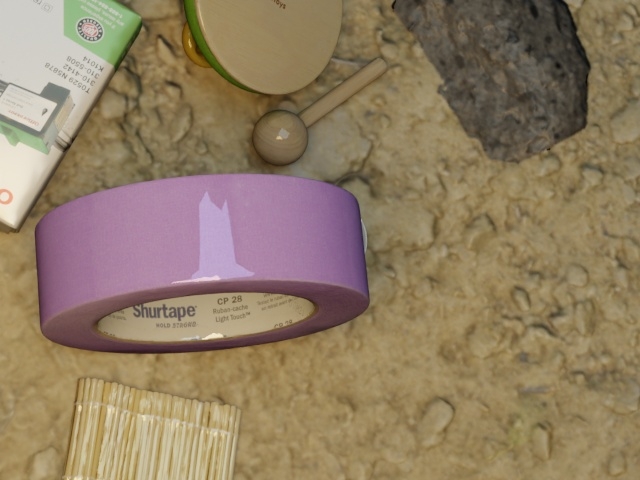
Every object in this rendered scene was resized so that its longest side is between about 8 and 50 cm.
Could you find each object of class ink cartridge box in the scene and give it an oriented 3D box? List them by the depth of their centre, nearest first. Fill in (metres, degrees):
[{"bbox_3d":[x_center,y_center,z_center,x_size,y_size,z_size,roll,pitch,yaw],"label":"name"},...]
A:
[{"bbox_3d":[-0.279,-0.136,1.575,0.160,0.092,0.219,30,83,-7],"label":"ink cartridge box"}]

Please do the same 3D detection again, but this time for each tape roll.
[{"bbox_3d":[-0.099,0.025,1.512,0.275,0.275,0.090,-2,76,-17],"label":"tape roll"}]

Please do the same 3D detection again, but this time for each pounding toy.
[{"bbox_3d":[-0.068,-0.203,1.695,0.183,0.110,0.237,-48,121,-33],"label":"pounding toy"}]

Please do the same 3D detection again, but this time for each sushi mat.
[{"bbox_3d":[-0.160,0.284,1.560,0.151,0.019,0.316,11,72,-14],"label":"sushi mat"}]

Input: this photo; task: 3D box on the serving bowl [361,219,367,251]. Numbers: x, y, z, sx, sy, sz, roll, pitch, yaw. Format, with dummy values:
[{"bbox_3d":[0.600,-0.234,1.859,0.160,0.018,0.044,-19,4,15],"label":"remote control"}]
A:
[{"bbox_3d":[0.000,0.000,1.681,0.083,0.027,0.083,4,74,-16],"label":"serving bowl"}]
